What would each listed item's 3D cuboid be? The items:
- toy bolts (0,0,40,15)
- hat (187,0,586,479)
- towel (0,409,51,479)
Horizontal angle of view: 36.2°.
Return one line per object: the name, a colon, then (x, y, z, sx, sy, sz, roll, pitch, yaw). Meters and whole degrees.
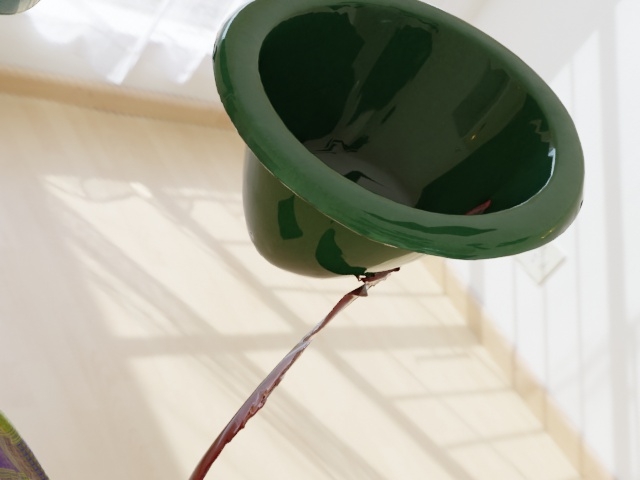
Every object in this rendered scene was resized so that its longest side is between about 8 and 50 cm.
toy bolts: (-0.305, -0.227, 0.713, 0.228, 0.218, 0.158, 29, -14, -35)
hat: (0.000, 0.000, 0.480, 0.208, 0.184, 0.173, -16, 57, -37)
towel: (-0.156, 0.115, 0.498, 0.009, 0.060, 0.083, -39, 117, -34)
